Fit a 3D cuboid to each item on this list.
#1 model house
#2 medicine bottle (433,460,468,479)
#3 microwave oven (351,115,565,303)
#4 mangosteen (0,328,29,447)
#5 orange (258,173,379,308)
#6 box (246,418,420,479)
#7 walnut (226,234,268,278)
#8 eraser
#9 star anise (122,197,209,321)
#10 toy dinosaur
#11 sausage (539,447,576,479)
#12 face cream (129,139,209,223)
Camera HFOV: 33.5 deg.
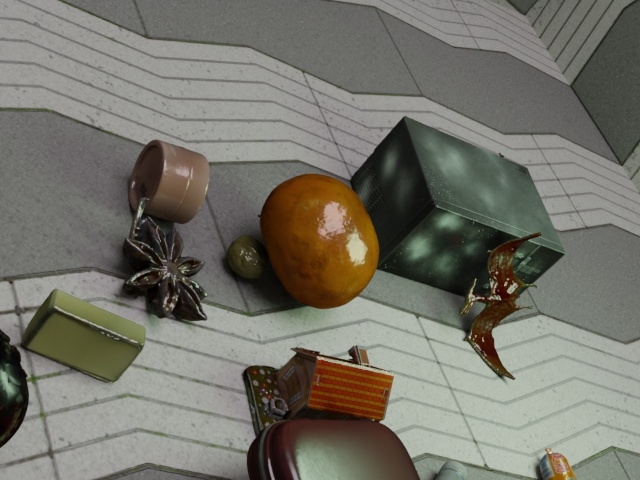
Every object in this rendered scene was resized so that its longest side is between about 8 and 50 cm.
[{"bbox_3d":[0.029,0.300,1.986,0.293,0.154,0.207,16,41,-35],"label":"model house"},{"bbox_3d":[0.252,0.483,2.098,0.058,0.058,0.091,45,34,2],"label":"medicine bottle"},{"bbox_3d":[0.333,-0.070,2.627,0.432,0.236,0.375,19,41,-32],"label":"microwave oven"},{"bbox_3d":[-0.535,0.231,1.453,0.231,0.231,0.289,37,61,-9],"label":"mangosteen"},{"bbox_3d":[0.000,0.000,2.185,0.284,0.226,0.284,-24,90,-83],"label":"orange"},{"bbox_3d":[0.037,0.422,1.779,0.404,0.108,0.263,17,46,-53],"label":"box"},{"bbox_3d":[-0.148,0.035,2.161,0.092,0.092,0.092,27,37,-23],"label":"walnut"},{"bbox_3d":[-0.387,0.157,1.746,0.172,0.117,0.058,27,37,-23],"label":"eraser"},{"bbox_3d":[-0.300,0.049,1.987,0.230,0.081,0.263,-21,80,-53],"label":"star anise"},{"bbox_3d":[0.440,0.134,2.472,0.206,0.327,0.113,30,2,-34],"label":"toy dinosaur"},{"bbox_3d":[0.530,0.552,2.298,0.071,0.071,0.234,17,42,-34],"label":"sausage"},{"bbox_3d":[-0.301,-0.116,2.105,0.104,0.149,0.149,17,42,-32],"label":"face cream"}]
